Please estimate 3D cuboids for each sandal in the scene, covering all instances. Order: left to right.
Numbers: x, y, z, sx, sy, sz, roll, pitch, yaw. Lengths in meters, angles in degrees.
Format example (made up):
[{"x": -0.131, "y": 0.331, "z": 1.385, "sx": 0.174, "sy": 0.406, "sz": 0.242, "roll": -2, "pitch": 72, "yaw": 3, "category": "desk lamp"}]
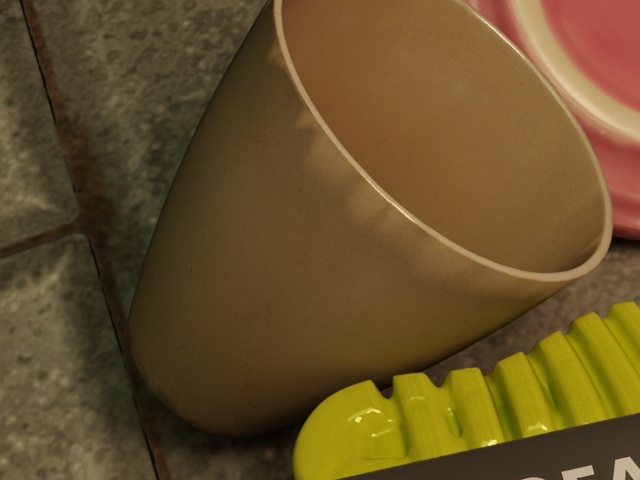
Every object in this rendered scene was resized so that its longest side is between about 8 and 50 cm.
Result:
[{"x": 0.148, "y": 0.131, "z": 1.077, "sx": 0.317, "sy": 0.138, "sz": 0.126, "roll": -11, "pitch": 42, "yaw": 5, "category": "sandal"}]

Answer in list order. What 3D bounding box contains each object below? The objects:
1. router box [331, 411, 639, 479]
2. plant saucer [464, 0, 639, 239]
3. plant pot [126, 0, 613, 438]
[{"x": 0.135, "y": 0.199, "z": 1.000, "sx": 0.308, "sy": 0.243, "sz": 0.081, "roll": -13, "pitch": 53, "yaw": 2, "category": "router box"}, {"x": 0.236, "y": -0.168, "z": 1.249, "sx": 0.332, "sy": 0.084, "sz": 0.332, "roll": 3, "pitch": 76, "yaw": -11, "category": "plant saucer"}, {"x": 0.000, "y": 0.000, "z": 1.145, "sx": 0.256, "sy": 0.274, "sz": 0.256, "roll": 27, "pitch": 38, "yaw": -24, "category": "plant pot"}]
